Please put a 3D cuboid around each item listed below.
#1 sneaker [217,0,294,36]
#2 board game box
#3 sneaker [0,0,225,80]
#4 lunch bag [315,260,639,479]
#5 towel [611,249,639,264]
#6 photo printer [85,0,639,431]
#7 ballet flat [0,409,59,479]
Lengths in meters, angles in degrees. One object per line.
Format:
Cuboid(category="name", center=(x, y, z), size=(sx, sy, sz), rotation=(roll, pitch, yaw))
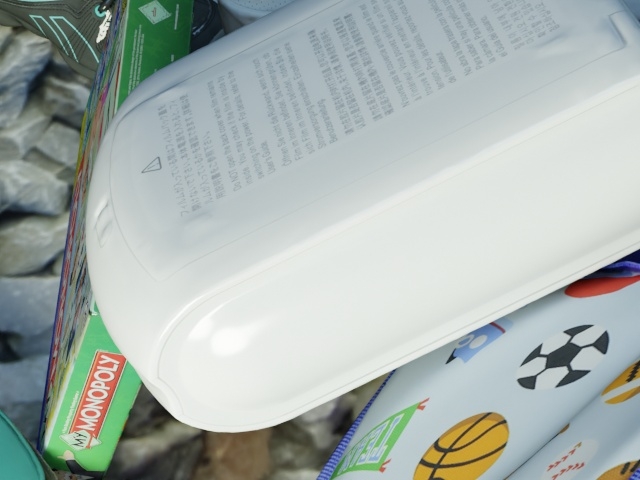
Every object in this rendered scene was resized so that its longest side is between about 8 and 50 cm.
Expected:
Cuboid(category="sneaker", center=(0.066, -0.123, 1.283), size=(0.292, 0.169, 0.108), rotation=(7, 54, 16))
Cuboid(category="board game box", center=(-0.131, -0.021, 1.225), size=(0.046, 0.213, 0.317), rotation=(11, 52, -12))
Cuboid(category="sneaker", center=(-0.189, -0.195, 1.439), size=(0.267, 0.106, 0.101), rotation=(20, 59, 25))
Cuboid(category="lunch bag", center=(0.108, 0.193, 0.850), size=(0.239, 0.328, 0.385), rotation=(27, 84, -16))
Cuboid(category="towel", center=(0.182, 0.020, 1.154), size=(0.228, 0.076, 0.308), rotation=(17, 50, -17))
Cuboid(category="photo printer", center=(0.022, -0.041, 0.982), size=(0.307, 0.107, 0.256), rotation=(-27, 33, 5))
Cuboid(category="ballet flat", center=(-0.185, 0.199, 1.133), size=(0.107, 0.106, 0.316), rotation=(-23, 51, -35))
